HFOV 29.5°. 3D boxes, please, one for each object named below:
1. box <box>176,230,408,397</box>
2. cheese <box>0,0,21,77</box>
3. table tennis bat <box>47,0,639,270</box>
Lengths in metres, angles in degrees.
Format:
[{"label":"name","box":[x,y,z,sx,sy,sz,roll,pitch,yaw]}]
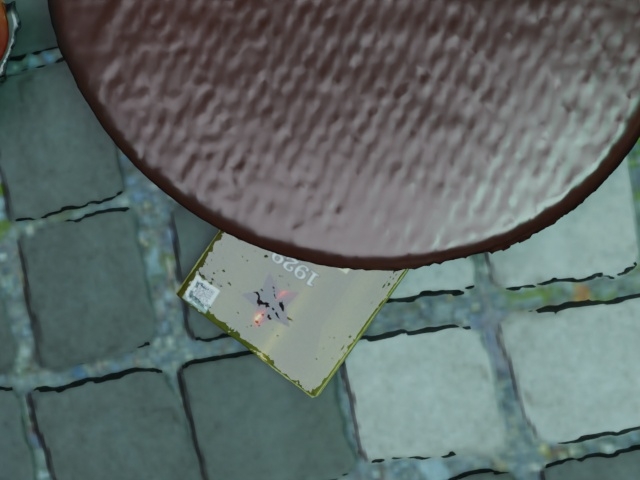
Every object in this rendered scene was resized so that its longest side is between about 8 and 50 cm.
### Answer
[{"label":"box","box":[0.000,0.000,0.611,0.090,0.023,0.133,35,100,5]},{"label":"cheese","box":[-0.259,-0.141,0.613,0.256,0.037,0.106,34,106,14]},{"label":"table tennis bat","box":[-0.033,-0.149,0.578,0.414,0.051,0.268,28,91,7]}]
